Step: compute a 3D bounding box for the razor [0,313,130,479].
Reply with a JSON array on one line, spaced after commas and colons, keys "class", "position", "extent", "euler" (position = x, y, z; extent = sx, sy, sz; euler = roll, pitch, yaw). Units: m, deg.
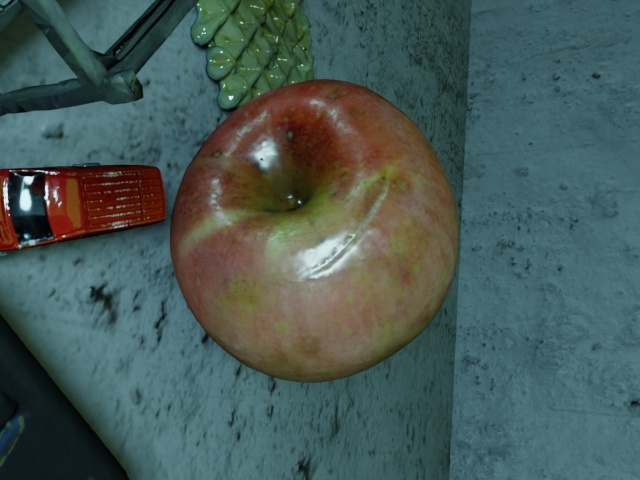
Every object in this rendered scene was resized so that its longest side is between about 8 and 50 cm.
[{"class": "razor", "position": [-0.283, 0.170, 0.491], "extent": [0.189, 0.107, 0.327], "euler": [-63, 143, -43]}]

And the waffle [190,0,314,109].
[{"class": "waffle", "position": [-0.090, -0.320, 0.952], "extent": [0.309, 0.056, 0.291], "euler": [-3, 91, -64]}]

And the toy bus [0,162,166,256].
[{"class": "toy bus", "position": [-0.244, -0.035, 0.598], "extent": [0.195, 0.089, 0.081], "euler": [-16, 103, -62]}]

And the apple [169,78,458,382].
[{"class": "apple", "position": [0.000, 0.000, 0.797], "extent": [0.364, 0.364, 0.364], "euler": [6, 83, -63]}]

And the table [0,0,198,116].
[{"class": "table", "position": [-0.196, -0.266, 0.416], "extent": [0.222, 0.272, 0.335], "euler": [61, 40, -42]}]
